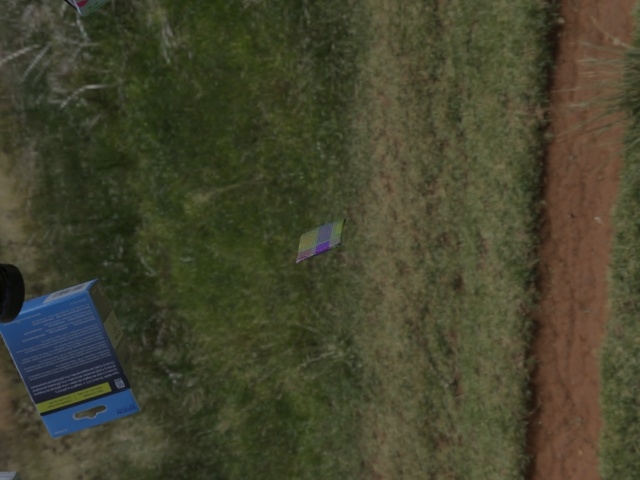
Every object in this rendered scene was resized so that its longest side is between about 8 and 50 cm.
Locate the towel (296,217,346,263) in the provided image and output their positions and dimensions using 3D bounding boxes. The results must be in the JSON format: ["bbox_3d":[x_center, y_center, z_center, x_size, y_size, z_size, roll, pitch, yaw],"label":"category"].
[{"bbox_3d":[0.000,0.000,1.097,0.083,0.009,0.060,-23,36,28],"label":"towel"}]

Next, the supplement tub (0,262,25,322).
[{"bbox_3d":[-0.421,0.054,0.797,0.106,0.198,0.106,-5,82,36],"label":"supplement tub"}]

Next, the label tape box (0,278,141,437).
[{"bbox_3d":[-0.626,0.301,1.914,0.115,0.249,0.348,-99,-9,-72],"label":"label tape box"}]

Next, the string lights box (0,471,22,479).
[{"bbox_3d":[-0.618,0.516,1.271,0.260,0.133,0.077,-75,-23,-59],"label":"string lights box"}]

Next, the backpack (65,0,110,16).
[{"bbox_3d":[-0.341,-0.441,1.008,0.225,0.191,0.253,56,171,20],"label":"backpack"}]
